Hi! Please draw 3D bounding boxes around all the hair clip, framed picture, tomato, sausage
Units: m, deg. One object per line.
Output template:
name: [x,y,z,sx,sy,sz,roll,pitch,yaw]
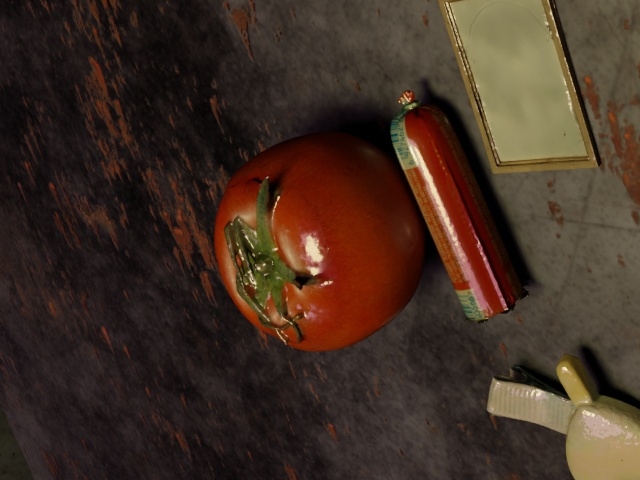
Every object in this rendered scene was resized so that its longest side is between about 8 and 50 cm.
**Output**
hair clip: [0.291,0.196,1.349,0.218,0.071,0.159,21,128,33]
framed picture: [0.200,-0.164,1.224,0.136,0.010,0.201,-1,116,48]
tomato: [0.000,0.000,1.392,0.256,0.224,0.256,28,132,37]
sausage: [0.144,-0.042,1.322,0.083,0.083,0.264,-12,106,52]
